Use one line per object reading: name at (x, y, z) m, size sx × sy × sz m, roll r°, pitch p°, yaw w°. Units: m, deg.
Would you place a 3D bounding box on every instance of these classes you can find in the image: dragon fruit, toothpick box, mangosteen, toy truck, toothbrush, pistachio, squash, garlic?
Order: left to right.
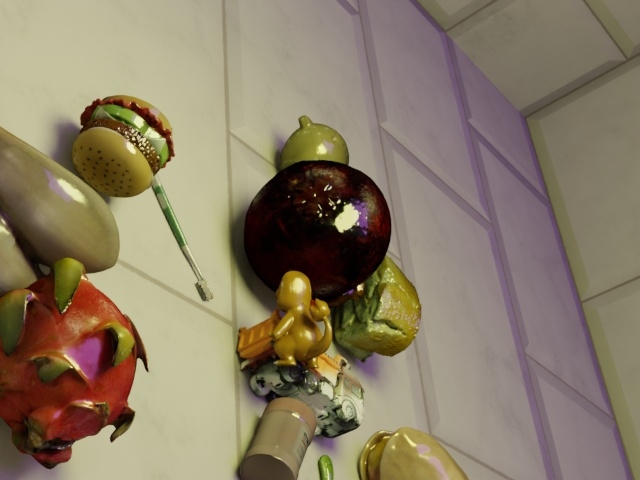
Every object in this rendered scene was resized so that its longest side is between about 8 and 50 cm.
garlic at (-0.427, -0.012, 1.337) m, size 0.246 × 0.231 × 0.340 m, roll 26°, pitch -17°, yaw 37°
dragon fruit at (-0.336, 0.160, 1.244) m, size 0.224 × 0.224 × 0.227 m, roll 25°, pitch 25°, yaw -49°
toothbrush at (-0.256, -0.008, 1.752) m, size 0.024 × 0.018 × 0.257 m, roll -15°, pitch 78°, yaw -56°
toothpick box at (-0.070, 0.351, 1.639) m, size 0.098 × 0.098 × 0.149 m, roll 53°, pitch 29°, yaw -16°
toy truck at (-0.033, 0.254, 1.789) m, size 0.270 × 0.114 × 0.135 m, roll 42°, pitch 37°, yaw -29°
mangosteen at (-0.005, -0.015, 1.911) m, size 0.293 × 0.297 × 0.297 m, roll 75°, pitch -8°, yaw -78°
squash at (0.012, 0.439, 1.780) m, size 0.027 × 0.027 × 0.089 m, roll 34°, pitch 39°, yaw -42°
pistachio at (0.202, 0.504, 1.892) m, size 0.299 × 0.187 × 0.187 m, roll 50°, pitch 28°, yaw -7°

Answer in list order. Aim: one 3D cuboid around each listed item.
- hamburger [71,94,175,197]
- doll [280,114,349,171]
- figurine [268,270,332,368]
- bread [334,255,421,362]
hamburger at (-0.337, -0.148, 1.603) m, size 0.175 × 0.175 × 0.136 m, roll 45°, pitch 48°, yaw -29°
doll at (0.003, -0.143, 2.154) m, size 0.177 × 0.162 × 0.260 m, roll 73°, pitch -5°, yaw -59°
figurine at (-0.029, 0.131, 1.676) m, size 0.121 × 0.122 × 0.176 m, roll 8°, pitch 60°, yaw -40°
bread at (0.112, 0.135, 2.074) m, size 0.124 × 0.186 × 0.257 m, roll 38°, pitch 28°, yaw -29°
